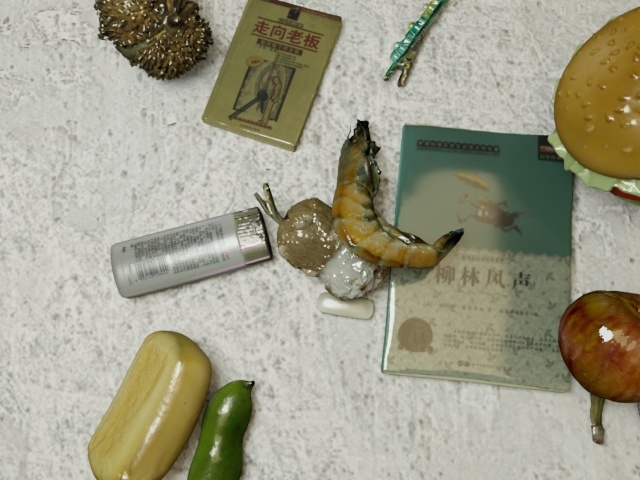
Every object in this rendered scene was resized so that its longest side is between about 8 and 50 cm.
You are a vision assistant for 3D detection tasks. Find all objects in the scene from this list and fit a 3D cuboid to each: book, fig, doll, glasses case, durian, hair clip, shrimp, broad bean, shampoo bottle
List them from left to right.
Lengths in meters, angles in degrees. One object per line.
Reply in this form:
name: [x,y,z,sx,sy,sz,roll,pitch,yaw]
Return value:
durian: [-0.240,-0.333,0.889,0.196,0.196,0.167,38,90,9]
shampoo bottle: [-0.189,0.018,0.891,0.228,0.056,0.086,-16,80,0]
broad bean: [-0.164,0.336,0.824,0.098,0.056,0.318,30,81,-11]
book: [-0.074,-0.269,0.957,0.161,0.026,0.230,18,80,6]
doll: [-0.005,0.002,0.858,0.221,0.115,0.105,30,123,1]
glasses case: [0.036,0.096,0.883,0.083,0.021,0.032,8,79,4]
shrimp: [0.110,-0.064,0.862,0.198,0.051,0.261,16,49,-16]
hair clip: [0.151,-0.322,0.947,0.049,0.049,0.172,30,83,8]
book: [0.234,0.018,0.884,0.264,0.031,0.379,5,79,3]
fig: [0.395,0.147,0.795,0.149,0.202,0.148,-25,52,1]

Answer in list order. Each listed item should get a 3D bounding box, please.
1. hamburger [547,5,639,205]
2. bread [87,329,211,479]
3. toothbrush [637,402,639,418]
hamburger: [0.432,-0.176,0.767,0.274,0.212,0.274,-15,69,45]
bread: [-0.223,0.234,0.820,0.147,0.098,0.217,19,76,49]
toothbrush: [0.447,0.254,0.833,0.029,0.024,0.353,-10,78,8]
